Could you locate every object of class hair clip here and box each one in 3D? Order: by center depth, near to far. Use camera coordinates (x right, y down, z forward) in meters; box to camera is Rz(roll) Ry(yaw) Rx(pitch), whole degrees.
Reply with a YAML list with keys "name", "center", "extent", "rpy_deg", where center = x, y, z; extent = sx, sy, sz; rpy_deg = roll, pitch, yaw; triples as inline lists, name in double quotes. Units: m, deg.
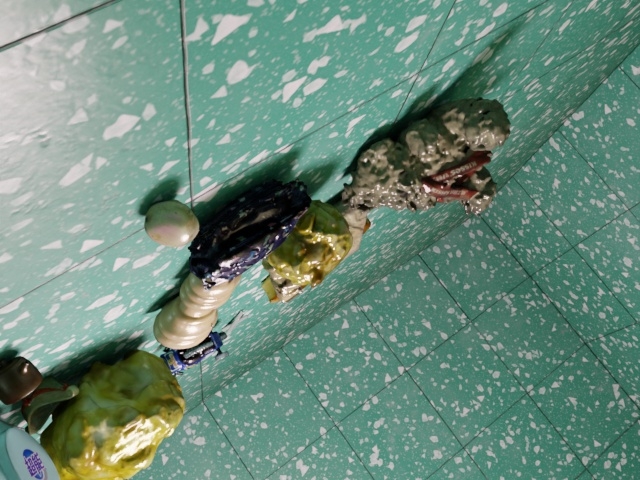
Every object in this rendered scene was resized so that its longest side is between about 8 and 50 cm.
- name: "hair clip"
  center: [-0.267, 0.257, 2.053]
  extent: [0.115, 0.030, 0.039]
  rpy_deg: [-43, -174, 37]

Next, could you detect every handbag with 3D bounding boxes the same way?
- name: "handbag"
  center: [-0.131, -0.018, 1.186]
  extent: [0.260, 0.113, 0.162]
  rpy_deg: [-34, 177, -23]

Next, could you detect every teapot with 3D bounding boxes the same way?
- name: "teapot"
  center: [-0.537, 0.236, 1.118]
  extent: [0.121, 0.068, 0.076]
  rpy_deg: [-19, -161, 28]

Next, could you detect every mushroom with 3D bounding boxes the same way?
- name: "mushroom"
  center: [-0.225, -0.028, 0.982]
  extent: [0.083, 0.084, 0.067]
  rpy_deg: [124, -18, -58]

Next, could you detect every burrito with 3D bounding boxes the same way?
- name: "burrito"
  center: [0.005, 0.006, 1.626]
  extent: [0.348, 0.107, 0.175]
  rpy_deg: [-40, 144, -6]

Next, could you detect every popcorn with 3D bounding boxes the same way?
- name: "popcorn"
  center: [-0.026, -0.002, 1.373]
  extent: [0.185, 0.167, 0.187]
  rpy_deg: [-48, 177, 34]
- name: "popcorn"
  center: [-0.465, 0.422, 1.488]
  extent: [0.334, 0.294, 0.292]
  rpy_deg: [-31, 136, -45]

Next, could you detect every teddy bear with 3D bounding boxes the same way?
- name: "teddy bear"
  center: [0.228, -0.154, 1.482]
  extent: [0.368, 0.224, 0.357]
  rpy_deg: [-32, 153, -12]

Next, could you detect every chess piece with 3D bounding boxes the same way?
- name: "chess piece"
  center: [-0.242, 0.102, 1.361]
  extent: [0.139, 0.124, 0.307]
  rpy_deg: [10, 138, -28]

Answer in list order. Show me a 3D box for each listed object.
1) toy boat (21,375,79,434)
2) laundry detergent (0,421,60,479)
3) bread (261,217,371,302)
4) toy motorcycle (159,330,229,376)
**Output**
- name: "toy boat"
  center: [-0.581, 0.341, 1.365]
  extent: [0.185, 0.071, 0.089]
  rpy_deg: [-41, 168, 24]
- name: "laundry detergent"
  center: [-0.687, 0.526, 1.251]
  extent: [0.305, 0.287, 0.287]
  rpy_deg: [-34, 168, -8]
- name: "bread"
  center: [-0.012, 0.041, 1.834]
  extent: [0.361, 0.077, 0.138]
  rpy_deg: [-43, 166, 27]
- name: "toy motorcycle"
  center: [-0.356, 0.309, 1.816]
  extent: [0.169, 0.113, 0.315]
  rpy_deg: [-26, 176, -1]
